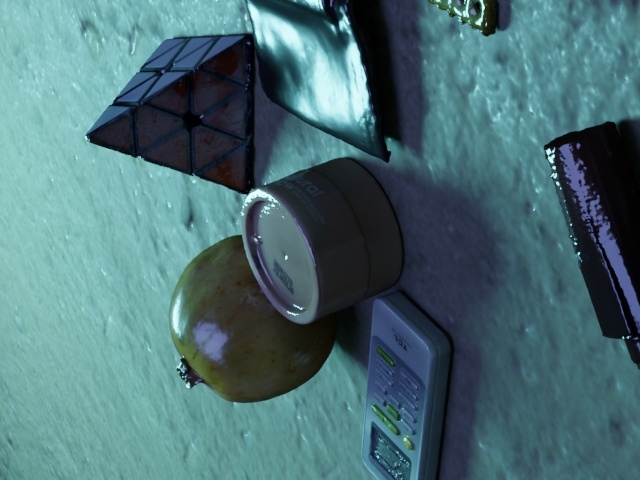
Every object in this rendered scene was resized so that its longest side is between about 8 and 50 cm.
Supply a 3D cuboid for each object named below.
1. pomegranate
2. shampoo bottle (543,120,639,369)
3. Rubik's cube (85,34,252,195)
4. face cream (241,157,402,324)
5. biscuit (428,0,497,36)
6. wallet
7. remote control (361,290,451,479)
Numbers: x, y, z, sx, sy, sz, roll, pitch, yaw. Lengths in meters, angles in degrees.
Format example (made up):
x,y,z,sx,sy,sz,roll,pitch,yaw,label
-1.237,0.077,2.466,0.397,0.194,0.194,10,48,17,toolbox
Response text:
x,y,z,sx,sy,sz,roll,pitch,yaw,label
-0.077,0.087,1.887,0.191,0.191,0.191,41,142,41,pomegranate
0.243,0.025,1.387,0.067,0.068,0.236,-10,101,60,shampoo bottle
-0.140,-0.195,1.948,0.190,0.211,0.178,-50,38,25,Rubik's cube
0.000,0.000,1.767,0.149,0.104,0.149,40,142,42,face cream
0.089,-0.273,1.503,0.203,0.016,0.144,41,143,40,biscuit
-0.025,-0.251,1.688,0.247,0.041,0.323,34,144,53,wallet
0.088,0.172,1.814,0.103,0.034,0.250,45,145,38,remote control
